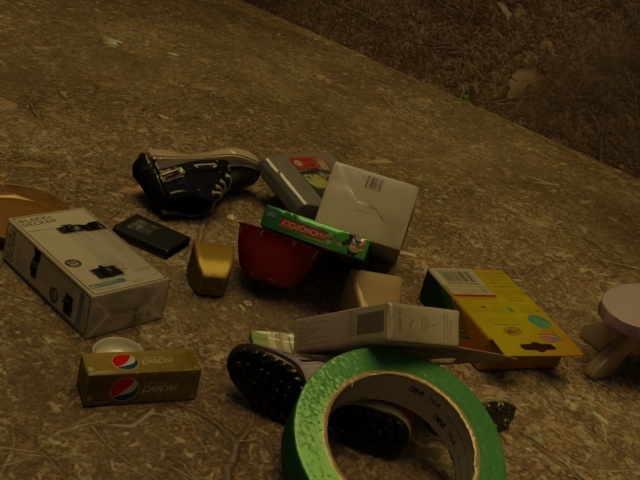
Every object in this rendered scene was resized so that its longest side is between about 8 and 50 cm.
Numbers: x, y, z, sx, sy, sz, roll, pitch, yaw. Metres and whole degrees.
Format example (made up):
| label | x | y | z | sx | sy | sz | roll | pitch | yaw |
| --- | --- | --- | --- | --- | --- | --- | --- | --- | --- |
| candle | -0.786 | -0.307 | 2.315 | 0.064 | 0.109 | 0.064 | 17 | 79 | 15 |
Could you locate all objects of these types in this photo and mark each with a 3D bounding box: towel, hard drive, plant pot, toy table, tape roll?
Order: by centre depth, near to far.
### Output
| label | x | y | z | sx | sy | sz | roll | pitch | yaw |
| --- | --- | --- | --- | --- | --- | --- | --- | --- | --- |
| tape roll | 0.106 | 0.307 | 1.248 | 0.321 | 0.077 | 0.321 | 11 | 46 | -11 |
| towel | -0.047 | 0.200 | 1.559 | 0.151 | 0.023 | 0.113 | 7 | 26 | -18 |
| plant pot | -0.213 | 0.062 | 1.683 | 0.081 | 0.081 | 0.083 | 7 | 39 | -18 |
| plant pot | 0.100 | 0.134 | 1.692 | 0.109 | 0.109 | 0.096 | 11 | 38 | -11 |
| plant pot | -0.617 | -0.049 | 1.725 | 0.236 | 0.032 | 0.236 | 13 | 26 | -7 |
| toy table | 0.672 | 0.204 | 1.804 | 0.274 | 0.161 | 0.252 | 2 | 29 | -25 |
| hard drive | -0.354 | -0.010 | 1.807 | 0.135 | 0.022 | 0.094 | 23 | 26 | 14 |

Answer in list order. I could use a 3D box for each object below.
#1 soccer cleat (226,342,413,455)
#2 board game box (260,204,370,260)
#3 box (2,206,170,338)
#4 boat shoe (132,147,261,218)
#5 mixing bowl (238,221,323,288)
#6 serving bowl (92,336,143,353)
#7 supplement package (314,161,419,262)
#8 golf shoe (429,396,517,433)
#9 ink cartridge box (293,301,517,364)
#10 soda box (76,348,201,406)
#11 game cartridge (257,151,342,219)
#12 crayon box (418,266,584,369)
| label | x | y | z | sx | sy | sz | roll | pitch | yaw |
| --- | --- | --- | --- | --- | --- | --- | --- | --- | --- |
| soccer cleat | 0.001 | 0.243 | 1.408 | 0.318 | 0.109 | 0.116 | 22 | 24 | 4 |
| board game box | 0.000 | 0.000 | 1.792 | 0.213 | 0.046 | 0.317 | 19 | -4 | 6 |
| box | -0.430 | 0.050 | 1.567 | 0.169 | 0.087 | 0.290 | -12 | 37 | -45 |
| boat shoe | -0.260 | -0.123 | 2.010 | 0.340 | 0.127 | 0.158 | -5 | 49 | -38 |
| mixing bowl | -0.094 | 0.039 | 1.736 | 0.181 | 0.098 | 0.181 | 19 | -4 | 1 |
| serving bowl | -0.330 | 0.192 | 1.405 | 0.083 | 0.027 | 0.083 | 12 | 25 | -6 |
| supplement package | 0.104 | -0.059 | 1.924 | 0.194 | 0.149 | 0.203 | 19 | -8 | 6 |
| golf shoe | 0.258 | 0.289 | 1.509 | 0.176 | 0.069 | 0.086 | 5 | 21 | -23 |
| ink cartridge box | 0.137 | 0.165 | 1.456 | 0.261 | 0.066 | 0.296 | 11 | -15 | -29 |
| soda box | -0.283 | 0.213 | 1.350 | 0.181 | 0.061 | 0.058 | 1 | 28 | -29 |
| game cartridge | -0.004 | -0.136 | 2.156 | 0.294 | 0.060 | 0.196 | -11 | 59 | -52 |
| crayon box | 0.365 | 0.172 | 1.785 | 0.202 | 0.081 | 0.318 | 3 | 28 | -24 |
